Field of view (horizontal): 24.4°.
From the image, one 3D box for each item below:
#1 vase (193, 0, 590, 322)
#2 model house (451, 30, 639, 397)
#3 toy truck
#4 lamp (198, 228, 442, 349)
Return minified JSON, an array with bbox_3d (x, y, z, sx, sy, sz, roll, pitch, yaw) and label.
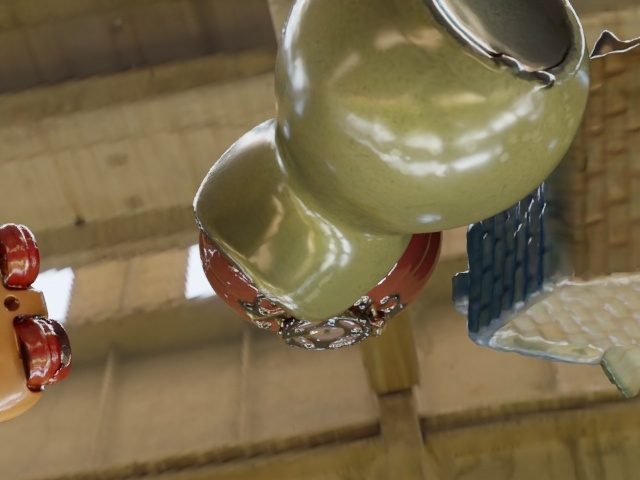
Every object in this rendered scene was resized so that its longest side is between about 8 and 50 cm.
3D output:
[{"bbox_3d":[0.079,-0.117,1.217,0.241,0.302,0.329,43,-138,3],"label":"vase"},{"bbox_3d":[0.375,-0.025,1.836,0.400,0.445,0.395,-13,-120,23],"label":"model house"},{"bbox_3d":[-0.426,0.099,1.709,0.189,0.239,0.265,-10,-105,-32],"label":"toy truck"},{"bbox_3d":[0.000,0.000,1.831,0.303,0.303,0.257,-8,-116,6],"label":"lamp"}]
